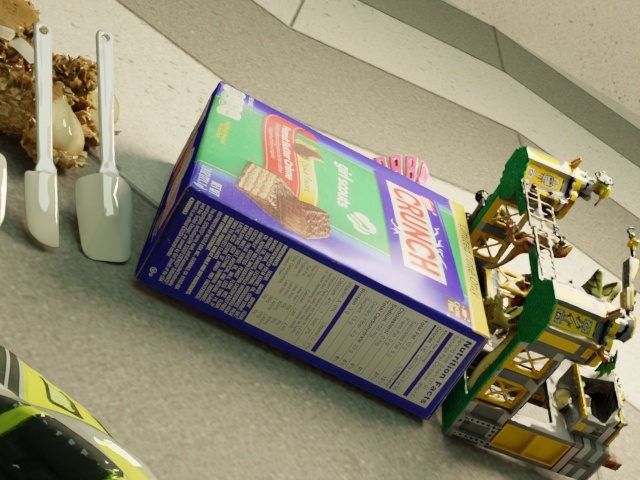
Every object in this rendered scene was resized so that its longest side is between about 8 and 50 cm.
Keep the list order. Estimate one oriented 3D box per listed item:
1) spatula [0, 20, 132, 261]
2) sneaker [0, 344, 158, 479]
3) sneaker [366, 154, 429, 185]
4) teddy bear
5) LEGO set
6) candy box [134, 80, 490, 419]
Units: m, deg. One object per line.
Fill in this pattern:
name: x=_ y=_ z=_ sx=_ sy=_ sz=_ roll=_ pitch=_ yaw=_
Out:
spatula: x=-0.248 y=-0.102 z=0.877 sx=0.168 sy=0.019 sz=0.242 roll=8 pitch=64 yaw=-32
sneaker: x=-0.236 y=0.110 z=0.559 sx=0.384 sy=0.145 sz=0.147 roll=36 pitch=-11 yaw=21
sneaker: x=0.050 y=-0.069 z=1.229 sx=0.170 sy=0.075 sz=0.063 roll=-2 pitch=56 yaw=-16
teddy bear: x=-0.349 y=-0.189 z=0.959 sx=0.338 sy=0.113 sz=0.245 roll=32 pitch=32 yaw=-20
LEGO set: x=0.252 y=0.078 z=0.984 sx=0.192 sy=0.255 sz=0.331 roll=21 pitch=29 yaw=-12
candy box: x=0.000 y=0.000 z=0.980 sx=0.317 sy=0.122 sz=0.268 roll=28 pitch=26 yaw=-14
